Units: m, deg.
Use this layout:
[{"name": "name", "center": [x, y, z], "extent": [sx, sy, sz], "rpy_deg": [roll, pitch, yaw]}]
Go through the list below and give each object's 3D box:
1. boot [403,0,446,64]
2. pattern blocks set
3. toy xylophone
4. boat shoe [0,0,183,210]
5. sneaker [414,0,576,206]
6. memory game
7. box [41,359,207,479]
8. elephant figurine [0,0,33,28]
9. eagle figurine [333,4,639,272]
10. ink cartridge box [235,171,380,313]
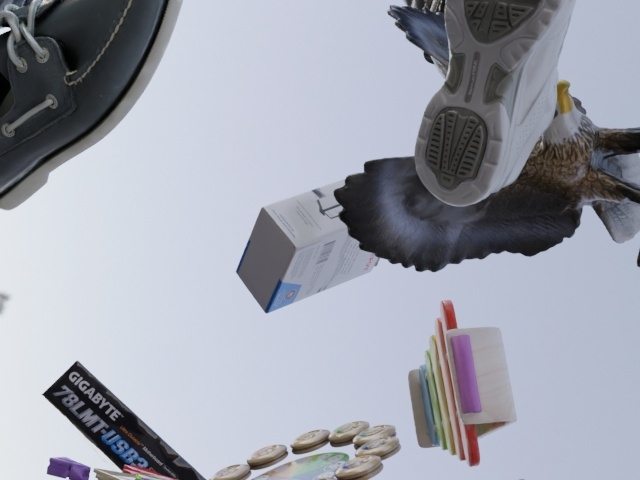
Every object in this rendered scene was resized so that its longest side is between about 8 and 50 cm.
[{"name": "boot", "center": [0.153, -0.348, 1.373], "extent": [0.189, 0.076, 0.208], "rpy_deg": [-54, -149, 40]}, {"name": "pattern blocks set", "center": [-0.117, 0.258, 1.051], "extent": [0.325, 0.285, 0.026], "rpy_deg": [12, -99, 27]}, {"name": "toy xylophone", "center": [0.187, 0.224, 1.413], "extent": [0.323, 0.081, 0.236], "rpy_deg": [98, -16, -65]}, {"name": "boat shoe", "center": [-0.216, -0.128, 0.841], "extent": [0.319, 0.099, 0.116], "rpy_deg": [-35, -137, 39]}, {"name": "sneaker", "center": [0.147, -0.142, 0.837], "extent": [0.090, 0.115, 0.232], "rpy_deg": [30, -69, 28]}, {"name": "memory game", "center": [-0.024, 0.181, 0.851], "extent": [0.186, 0.186, 0.012], "rpy_deg": [-10, -80, 61]}, {"name": "box", "center": [-0.219, 0.322, 1.471], "extent": [0.293, 0.073, 0.295], "rpy_deg": [37, -19, 21]}, {"name": "elephant figurine", "center": [-0.293, -0.224, 0.875], "extent": [0.239, 0.186, 0.169], "rpy_deg": [77, 14, -53]}, {"name": "eagle figurine", "center": [0.188, -0.085, 0.993], "extent": [0.298, 0.226, 0.225], "rpy_deg": [10, -57, 17]}, {"name": "ink cartridge box", "center": [0.000, 0.000, 1.528], "extent": [0.086, 0.203, 0.148], "rpy_deg": [50, -41, 24]}]
